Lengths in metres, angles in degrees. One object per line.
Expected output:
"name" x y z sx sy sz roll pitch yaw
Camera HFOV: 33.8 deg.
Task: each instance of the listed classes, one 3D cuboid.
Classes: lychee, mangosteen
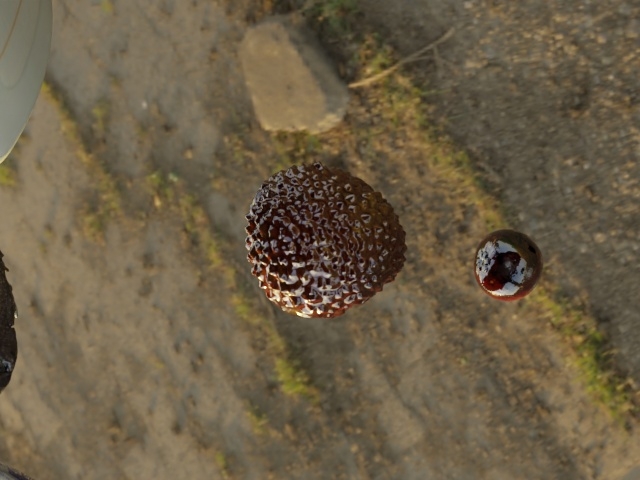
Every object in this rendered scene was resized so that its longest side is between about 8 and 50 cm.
"lychee" 0.001 0.000 0.809 0.123 0.123 0.129 30 161 37
"mangosteen" 0.209 0.027 1.157 0.081 0.081 0.081 19 117 42

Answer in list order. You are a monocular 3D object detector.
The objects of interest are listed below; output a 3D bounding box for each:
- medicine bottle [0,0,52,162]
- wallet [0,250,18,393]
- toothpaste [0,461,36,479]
"medicine bottle" -0.186 -0.164 0.367 0.324 0.124 0.179 94 175 -65
"wallet" -0.318 -0.026 0.754 0.071 0.221 0.262 -29 49 10
"toothpaste" -0.187 0.167 0.679 0.045 0.028 0.170 11 150 46
